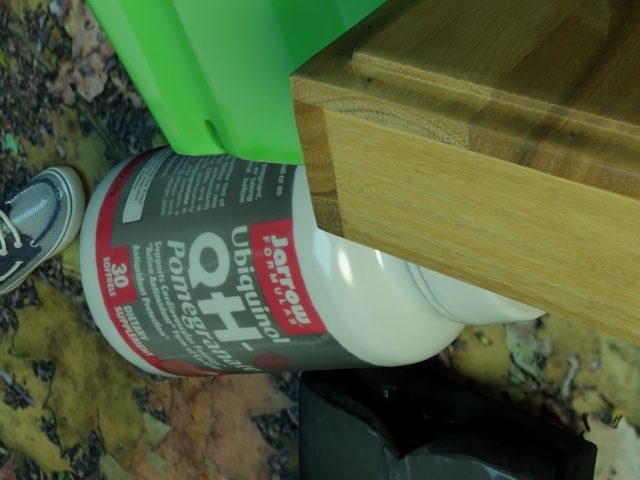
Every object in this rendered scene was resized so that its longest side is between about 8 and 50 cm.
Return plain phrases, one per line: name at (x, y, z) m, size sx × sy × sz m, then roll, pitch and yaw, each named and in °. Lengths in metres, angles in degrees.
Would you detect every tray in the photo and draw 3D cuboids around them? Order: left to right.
tray at (0.196, -0.117, 0.476) m, size 0.203 × 0.411 × 0.076 m, roll 20°, pitch 138°, yaw 34°

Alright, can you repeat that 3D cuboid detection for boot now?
boot at (-0.293, 0.002, 1.112) m, size 0.190 × 0.086 × 0.069 m, roll -44°, pitch 73°, yaw 37°
boot at (0.001, 0.300, 0.894) m, size 0.367 × 0.146 × 0.445 m, roll 11°, pitch 115°, yaw 26°

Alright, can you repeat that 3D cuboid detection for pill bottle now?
pill bottle at (0.000, 0.000, 0.814) m, size 0.318 × 0.176 × 0.176 m, roll -9°, pitch 96°, yaw 40°

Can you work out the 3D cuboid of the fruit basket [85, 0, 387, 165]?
fruit basket at (0.050, -0.253, 0.584) m, size 0.283 × 0.392 × 0.392 m, roll 8°, pitch 106°, yaw 38°
